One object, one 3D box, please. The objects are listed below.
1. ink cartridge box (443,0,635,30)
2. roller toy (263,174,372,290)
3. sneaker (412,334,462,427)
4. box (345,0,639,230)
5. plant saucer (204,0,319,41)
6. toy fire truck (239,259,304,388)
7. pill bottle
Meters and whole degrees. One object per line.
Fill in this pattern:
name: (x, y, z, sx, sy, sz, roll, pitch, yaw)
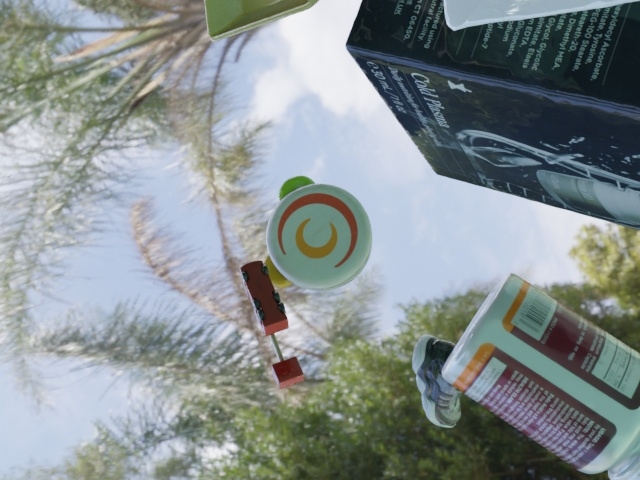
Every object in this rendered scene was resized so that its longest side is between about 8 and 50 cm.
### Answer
ink cartridge box: (0.182, -0.320, 0.540, 0.119, 0.207, 0.354, -8, -80, -39)
roller toy: (0.000, 0.000, 1.577, 0.146, 0.191, 0.209, 60, -135, -83)
sneaker: (0.300, 0.321, 1.850, 0.101, 0.153, 0.269, -55, -43, -39)
box: (0.356, -0.231, 1.127, 0.480, 0.471, 0.298, 35, -107, -64)
plant saucer: (-0.096, -0.536, 1.474, 0.081, 0.332, 0.333, -9, -84, -37)
toy fire truck: (-0.085, 0.143, 1.467, 0.135, 0.047, 0.192, 87, 161, -50)
pill bottle: (0.424, 0.247, 1.436, 0.392, 0.224, 0.224, 34, -144, 9)
